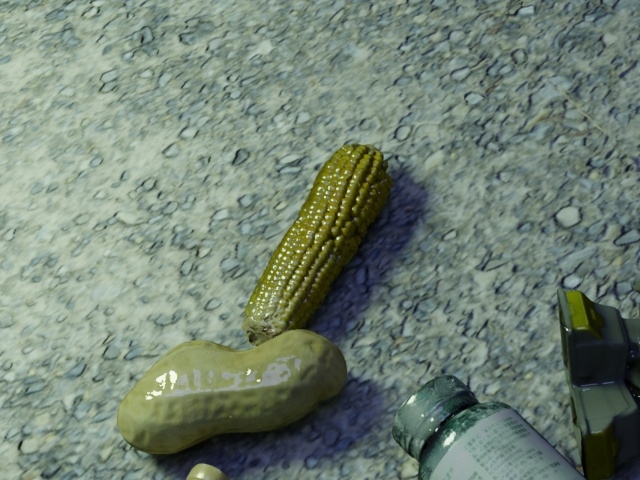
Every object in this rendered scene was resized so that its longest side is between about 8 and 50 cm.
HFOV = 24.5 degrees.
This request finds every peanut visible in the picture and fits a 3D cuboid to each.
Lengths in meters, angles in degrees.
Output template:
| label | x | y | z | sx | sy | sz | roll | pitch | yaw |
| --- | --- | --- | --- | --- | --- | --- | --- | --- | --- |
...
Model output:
| label | x | y | z | sx | sy | sz | roll | pitch | yaw |
| --- | --- | --- | --- | --- | --- | --- | --- | --- | --- |
| peanut | -0.105 | 0.170 | 1.718 | 0.275 | 0.111 | 0.125 | -12 | 66 | -6 |

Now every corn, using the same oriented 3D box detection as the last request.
| label | x | y | z | sx | sy | sz | roll | pitch | yaw |
| --- | --- | --- | --- | --- | --- | --- | --- | --- | --- |
| corn | 0.000 | 0.000 | 1.846 | 0.097 | 0.097 | 0.319 | 20 | 60 | 20 |

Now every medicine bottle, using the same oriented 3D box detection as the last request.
| label | x | y | z | sx | sy | sz | roll | pitch | yaw |
| --- | --- | --- | --- | --- | --- | --- | --- | --- | --- |
| medicine bottle | 0.205 | 0.274 | 1.585 | 0.141 | 0.141 | 0.293 | -34 | 58 | -18 |

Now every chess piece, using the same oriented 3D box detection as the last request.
| label | x | y | z | sx | sy | sz | roll | pitch | yaw |
| --- | --- | --- | --- | --- | --- | --- | --- | --- | --- |
| chess piece | -0.149 | 0.310 | 1.650 | 0.066 | 0.066 | 0.122 | 15 | 52 | 17 |

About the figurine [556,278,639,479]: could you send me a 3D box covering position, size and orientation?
| label | x | y | z | sx | sy | sz | roll | pitch | yaw |
| --- | --- | --- | --- | --- | --- | --- | --- | --- | --- |
| figurine | 0.417 | 0.144 | 1.639 | 0.285 | 0.342 | 0.167 | -6 | 9 | 4 |
